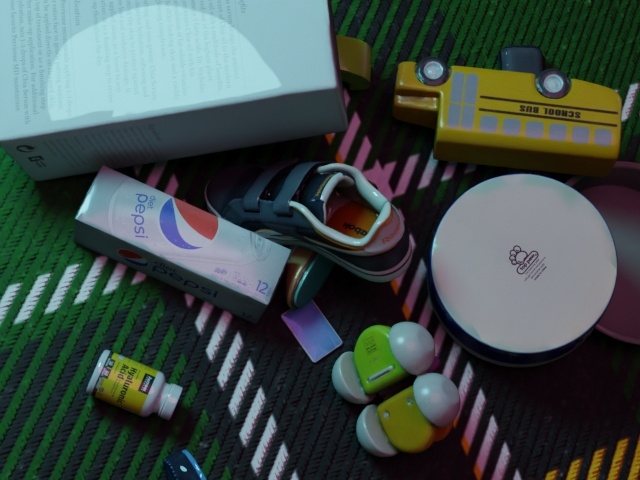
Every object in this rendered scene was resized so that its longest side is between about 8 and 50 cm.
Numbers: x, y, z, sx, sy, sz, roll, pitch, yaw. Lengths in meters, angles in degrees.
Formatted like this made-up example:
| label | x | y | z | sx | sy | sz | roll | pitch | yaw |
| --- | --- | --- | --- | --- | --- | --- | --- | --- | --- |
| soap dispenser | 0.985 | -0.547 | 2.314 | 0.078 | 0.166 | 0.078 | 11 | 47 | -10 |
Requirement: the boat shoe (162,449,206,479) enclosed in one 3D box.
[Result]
| label | x | y | z | sx | sy | sz | roll | pitch | yaw |
| --- | --- | --- | --- | --- | --- | --- | --- | --- | --- |
| boat shoe | -0.157 | 0.395 | 1.533 | 0.089 | 0.109 | 0.258 | -19 | 74 | -16 |

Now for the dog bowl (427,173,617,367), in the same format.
| label | x | y | z | sx | sy | sz | roll | pitch | yaw |
| --- | --- | --- | --- | --- | --- | --- | --- | --- | --- |
| dog bowl | 0.285 | 0.042 | 1.729 | 0.264 | 0.104 | 0.265 | -1 | 75 | 3 |

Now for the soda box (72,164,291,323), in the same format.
| label | x | y | z | sx | sy | sz | roll | pitch | yaw |
| --- | --- | --- | --- | --- | --- | --- | --- | --- | --- |
| soda box | -0.192 | 0.007 | 1.667 | 0.286 | 0.098 | 0.091 | 24 | 67 | -4 |

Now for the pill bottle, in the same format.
| label | x | y | z | sx | sy | sz | roll | pitch | yaw |
| --- | --- | --- | --- | --- | --- | --- | --- | --- | --- |
| pill bottle | -0.245 | 0.194 | 1.604 | 0.116 | 0.065 | 0.065 | 23 | 67 | -5 |

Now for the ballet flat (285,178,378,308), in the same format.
| label | x | y | z | sx | sy | sz | roll | pitch | yaw |
| --- | --- | --- | --- | --- | --- | --- | --- | --- | --- |
| ballet flat | 0.000 | 0.000 | 1.742 | 0.073 | 0.080 | 0.232 | 24 | 61 | 26 |

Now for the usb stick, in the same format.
| label | x | y | z | sx | sy | sz | roll | pitch | yaw |
| --- | --- | --- | --- | --- | --- | --- | --- | --- | --- |
| usb stick | 0.320 | -0.177 | 1.887 | 0.077 | 0.045 | 0.278 | 4 | 70 | -11 |

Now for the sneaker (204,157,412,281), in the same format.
| label | x | y | z | sx | sy | sz | roll | pitch | yaw |
| --- | --- | --- | --- | --- | --- | --- | --- | --- | --- |
| sneaker | -0.023 | -0.056 | 1.659 | 0.321 | 0.127 | 0.126 | 19 | 61 | 22 |

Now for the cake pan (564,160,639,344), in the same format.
| label | x | y | z | sx | sy | sz | roll | pitch | yaw |
| --- | --- | --- | --- | --- | --- | --- | --- | --- | --- |
| cake pan | 0.469 | 0.023 | 1.847 | 0.293 | 0.054 | 0.293 | 4 | 70 | -12 |

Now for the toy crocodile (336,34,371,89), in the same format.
| label | x | y | z | sx | sy | sz | roll | pitch | yaw |
| --- | --- | --- | --- | --- | --- | --- | --- | --- | --- |
| toy crocodile | -0.085 | -0.260 | 1.796 | 0.340 | 0.105 | 0.115 | -7 | 73 | -11 |

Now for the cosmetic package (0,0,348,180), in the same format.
| label | x | y | z | sx | sy | sz | roll | pitch | yaw |
| --- | --- | --- | --- | --- | --- | --- | --- | --- | --- |
| cosmetic package | -0.203 | -0.243 | 1.648 | 0.453 | 0.161 | 0.230 | -8 | 72 | 4 |

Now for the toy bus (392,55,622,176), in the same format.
| label | x | y | z | sx | sy | sz | roll | pitch | yaw |
| --- | --- | --- | --- | --- | --- | --- | --- | --- | --- |
| toy bus | 0.273 | -0.183 | 1.809 | 0.332 | 0.108 | 0.130 | 6 | 72 | 3 |

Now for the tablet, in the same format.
| label | x | y | z | sx | sy | sz | roll | pitch | yaw |
| --- | --- | --- | --- | --- | --- | --- | --- | --- | --- |
| tablet | -0.012 | 0.126 | 1.718 | 0.054 | 0.006 | 0.083 | -33 | 82 | -22 |

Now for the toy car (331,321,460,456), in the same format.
| label | x | y | z | sx | sy | sz | roll | pitch | yaw |
| --- | --- | --- | --- | --- | --- | --- | --- | --- | --- |
| toy car | 0.119 | 0.198 | 1.664 | 0.136 | 0.159 | 0.182 | -8 | 69 | -53 |
